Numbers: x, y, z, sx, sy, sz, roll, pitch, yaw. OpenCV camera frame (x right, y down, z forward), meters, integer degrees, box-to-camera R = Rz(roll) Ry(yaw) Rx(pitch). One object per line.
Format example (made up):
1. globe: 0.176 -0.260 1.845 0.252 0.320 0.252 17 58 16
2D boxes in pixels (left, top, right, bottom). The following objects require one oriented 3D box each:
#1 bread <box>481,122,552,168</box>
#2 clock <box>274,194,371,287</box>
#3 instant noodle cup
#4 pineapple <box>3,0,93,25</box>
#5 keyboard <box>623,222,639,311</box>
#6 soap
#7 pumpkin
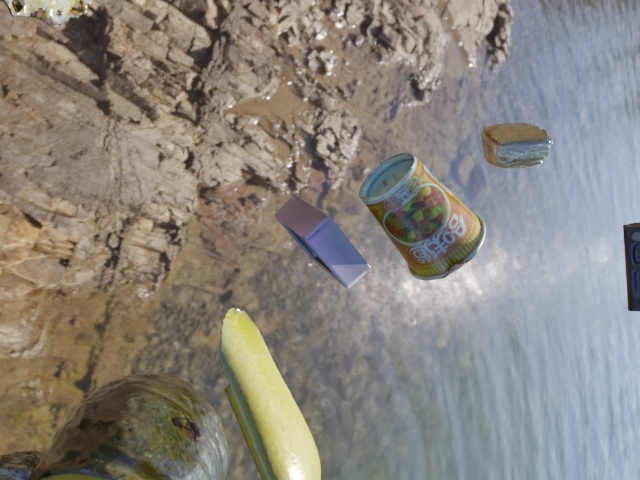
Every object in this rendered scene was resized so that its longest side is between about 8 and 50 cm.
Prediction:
1. bread: 0.371 -0.178 0.986 0.125 0.106 0.082 -93 171 -62
2. clock: 0.000 0.000 1.003 0.063 0.197 0.150 -43 117 -6
3. instant noodle cup: 0.168 -0.048 0.891 0.185 0.168 0.168 44 58 -23
4. pineapple: -0.451 -0.426 0.646 0.262 0.272 0.262 15 90 -74
5. keyboard: 0.284 0.010 0.288 0.010 0.198 0.063 9 79 -47
6. soap: -0.043 0.136 0.420 0.168 0.033 0.089 65 10 9
7. pumpkin: -0.246 0.268 0.598 0.242 0.325 0.232 36 26 -14
